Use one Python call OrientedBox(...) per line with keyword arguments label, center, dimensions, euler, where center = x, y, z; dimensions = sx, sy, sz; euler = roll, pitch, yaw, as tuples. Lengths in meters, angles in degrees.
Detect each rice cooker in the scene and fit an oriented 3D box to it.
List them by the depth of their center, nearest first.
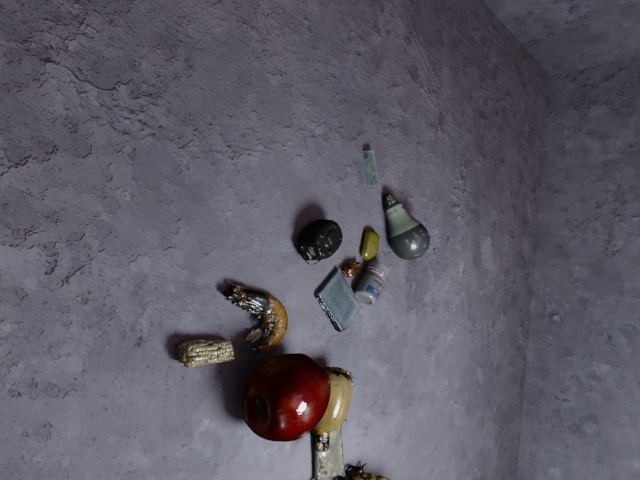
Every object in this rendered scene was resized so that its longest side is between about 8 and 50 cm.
OrientedBox(label="rice cooker", center=(-0.001, 0.001, 1.925), dimensions=(0.203, 0.119, 0.142), euler=(-47, 121, -38))

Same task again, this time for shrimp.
OrientedBox(label="shrimp", center=(-0.224, 0.270, 1.721), dimensions=(0.290, 0.054, 0.222), euler=(35, 50, -36))

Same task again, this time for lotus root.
OrientedBox(label="lotus root", center=(0.023, 0.627, 1.896), dimensions=(0.183, 0.183, 0.309), euler=(25, 71, -41))

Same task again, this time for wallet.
OrientedBox(label="wallet", center=(0.078, 0.246, 2.058), dimensions=(0.167, 0.036, 0.222), euler=(-48, 120, -33))

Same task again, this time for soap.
OrientedBox(label="soap", center=(0.216, 0.022, 2.188), dimensions=(0.089, 0.045, 0.140), euler=(22, 74, -38))

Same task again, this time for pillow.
OrientedBox(label="pillow", center=(0.027, 0.816, 1.989), dimensions=(0.169, 0.059, 0.254), euler=(-2, 92, -39))

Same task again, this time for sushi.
OrientedBox(label="sushi", center=(0.127, 0.117, 2.097), dimensions=(0.118, 0.062, 0.060), euler=(-30, 103, -61))

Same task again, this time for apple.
OrientedBox(label="apple", center=(-0.114, 0.526, 1.703), dimensions=(0.317, 0.289, 0.287), euler=(-7, 95, -57))

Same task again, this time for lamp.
OrientedBox(label="lamp", center=(0.370, -0.059, 2.250), dimensions=(0.182, 0.182, 0.313), euler=(-41, 113, -37))

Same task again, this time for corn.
OrientedBox(label="corn", center=(-0.351, 0.354, 1.606), dimensions=(0.211, 0.087, 0.086), euler=(6, 86, -44))

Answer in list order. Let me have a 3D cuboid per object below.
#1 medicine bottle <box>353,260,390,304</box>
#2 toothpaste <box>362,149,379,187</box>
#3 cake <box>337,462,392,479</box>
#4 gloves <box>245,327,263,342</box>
OrientedBox(label="medicine bottle", center=(0.219, 0.181, 2.148), dimensions=(0.105, 0.105, 0.168), euler=(49, 58, -33))
OrientedBox(label="toothpaste", center=(0.219, -0.313, 2.200), dimensions=(0.046, 0.034, 0.164), euler=(-19, 103, -43))
OrientedBox(label="cake", center=(0.218, 1.049, 2.039), dimensions=(0.333, 0.332, 0.321), euler=(-22, 74, -42))
OrientedBox(label="gloves", center=(-0.226, 0.329, 1.759), dimensions=(0.081, 0.037, 0.044), euler=(-8, 65, -42))
